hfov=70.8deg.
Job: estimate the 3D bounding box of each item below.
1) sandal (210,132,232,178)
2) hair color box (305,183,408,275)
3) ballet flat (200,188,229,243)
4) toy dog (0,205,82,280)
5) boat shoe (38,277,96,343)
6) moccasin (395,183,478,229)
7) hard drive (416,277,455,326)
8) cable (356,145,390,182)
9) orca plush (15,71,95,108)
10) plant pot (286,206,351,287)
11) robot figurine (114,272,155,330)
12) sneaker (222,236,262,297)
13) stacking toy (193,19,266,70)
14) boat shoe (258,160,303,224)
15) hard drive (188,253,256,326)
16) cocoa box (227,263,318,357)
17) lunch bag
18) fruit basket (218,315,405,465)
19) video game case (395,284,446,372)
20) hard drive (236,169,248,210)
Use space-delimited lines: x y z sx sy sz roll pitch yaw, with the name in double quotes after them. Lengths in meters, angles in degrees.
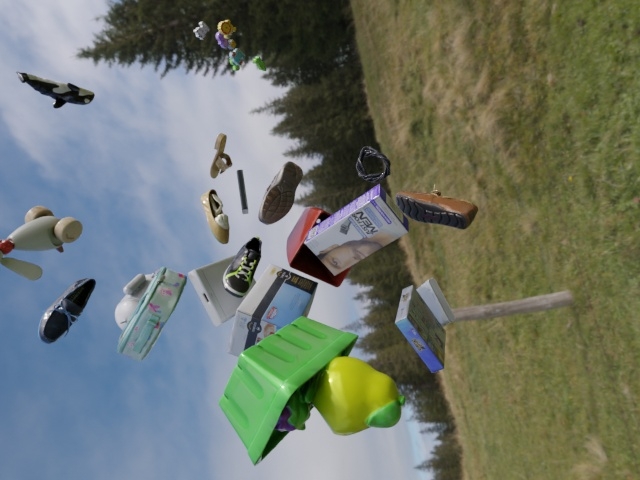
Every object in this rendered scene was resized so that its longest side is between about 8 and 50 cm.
-0.426 -0.353 1.991 0.088 0.079 0.240 -58 -8 -48 "sandal"
0.132 -0.033 1.665 0.185 0.339 0.110 48 -153 -19 "hair color box"
-0.383 -0.095 1.670 0.080 0.073 0.232 8 -133 -55 "ballet flat"
-0.911 0.030 1.395 0.220 0.334 0.161 37 135 30 "toy dog"
-0.855 0.222 1.522 0.109 0.089 0.258 44 -141 -35 "boat shoe"
0.510 -0.161 2.016 0.147 0.380 0.139 -44 -51 -31 "moccasin"
0.481 0.323 2.065 0.203 0.040 0.307 66 155 20 "hard drive"
0.246 -0.345 2.104 0.047 0.184 0.150 -12 -48 -57 "cable"
-1.058 -0.584 1.811 0.287 0.151 0.102 -1 -81 -68 "orca plush"
0.000 0.000 1.948 0.267 0.267 0.236 26 -170 -30 "plant pot"
-0.807 0.297 2.089 0.353 0.200 0.300 -68 -34 -50 "robot figurine"
-0.231 0.068 1.372 0.097 0.084 0.234 -54 17 35 "sneaker"
-0.306 -0.649 1.529 0.221 0.167 0.052 41 -105 -48 "stacking toy"
-0.190 -0.202 2.063 0.132 0.130 0.355 37 -124 -16 "boat shoe"
-0.379 0.192 1.867 0.233 0.047 0.353 62 -160 1 "hard drive"
-0.178 0.298 1.781 0.347 0.228 0.231 -60 -10 -60 "cocoa box"
-0.527 0.227 1.410 0.108 0.279 0.224 29 -157 -13 "lunch bag"
0.002 0.373 1.092 0.392 0.392 0.283 -82 17 -68 "fruit basket"
0.413 0.354 1.835 0.269 0.061 0.244 53 -153 -12 "video game case"
-0.264 -0.163 1.523 0.094 0.022 0.135 144 117 -80 "hard drive"
